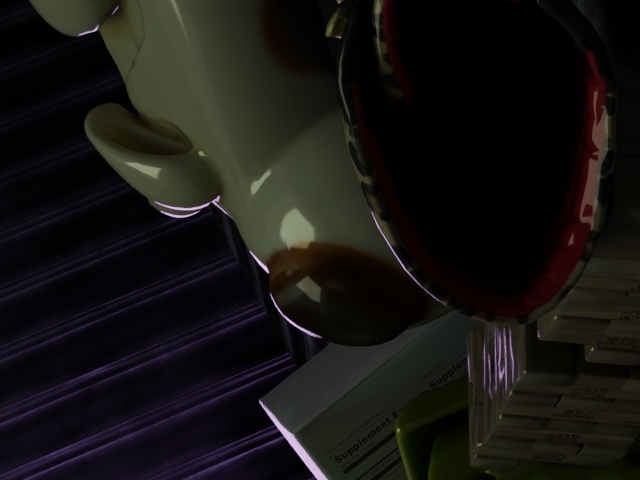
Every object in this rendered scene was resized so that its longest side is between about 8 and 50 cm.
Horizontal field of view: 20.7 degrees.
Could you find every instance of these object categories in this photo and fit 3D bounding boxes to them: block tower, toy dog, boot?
[{"bbox_3d":[0.157,0.028,0.958,0.335,0.097,0.091,108,167,-62],"label":"block tower"},{"bbox_3d":[-0.005,-0.131,1.200,0.395,0.284,0.408,-20,104,54],"label":"toy dog"},{"bbox_3d":[0.048,-0.165,0.849,0.284,0.138,0.377,-99,0,-64],"label":"boot"}]

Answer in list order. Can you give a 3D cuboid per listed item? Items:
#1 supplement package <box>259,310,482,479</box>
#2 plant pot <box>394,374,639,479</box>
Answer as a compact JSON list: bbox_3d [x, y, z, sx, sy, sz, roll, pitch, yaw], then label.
[{"bbox_3d":[0.117,0.181,1.400,0.263,0.198,0.199,53,174,-8],"label":"supplement package"},{"bbox_3d":[0.179,0.196,1.178,0.227,0.228,0.207,72,174,-46],"label":"plant pot"}]
